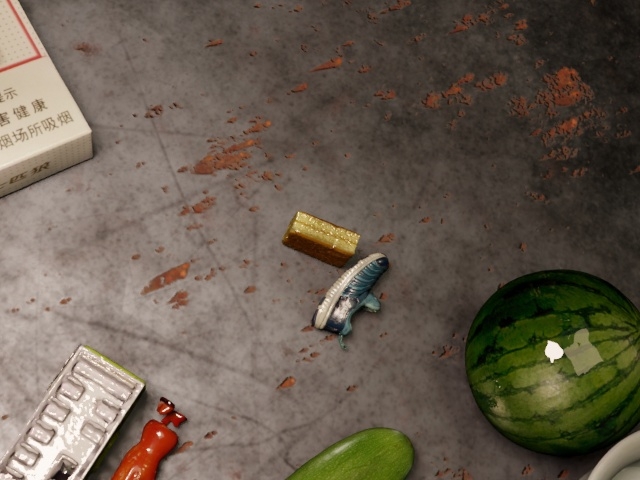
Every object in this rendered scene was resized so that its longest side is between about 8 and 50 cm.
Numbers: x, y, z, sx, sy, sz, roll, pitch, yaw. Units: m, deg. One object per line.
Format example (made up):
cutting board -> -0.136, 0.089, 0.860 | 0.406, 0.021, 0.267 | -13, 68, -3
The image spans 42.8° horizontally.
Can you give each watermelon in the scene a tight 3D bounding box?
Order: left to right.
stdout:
watermelon -> 0.310, 0.156, 1.061 | 0.242, 0.242, 0.242 | 4, 71, -12

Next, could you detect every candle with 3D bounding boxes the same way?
candle -> -0.259, 0.340, 0.964 | 0.051, 0.048, 0.329 | 28, 68, 11

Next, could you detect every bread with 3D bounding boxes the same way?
bread -> 0.000, 0.000, 1.116 | 0.094, 0.090, 0.035 | 22, 73, -6

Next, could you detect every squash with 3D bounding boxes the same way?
squash -> -0.035, 0.351, 0.983 | 0.395, 0.107, 0.107 | -34, 83, -21

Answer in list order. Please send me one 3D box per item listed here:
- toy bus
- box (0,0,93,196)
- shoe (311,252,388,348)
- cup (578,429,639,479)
toy bus -> -0.317, 0.263, 0.923 | 0.113, 0.139, 0.302 | 32, 66, -4
box -> -0.470, -0.219, 1.073 | 0.210, 0.095, 0.330 | -27, 79, -21
shoe -> 0.051, 0.076, 1.118 | 0.071, 0.064, 0.143 | 40, 70, 2
cup -> 0.435, 0.415, 1.044 | 0.347, 0.163, 0.347 | 4, 72, -14
